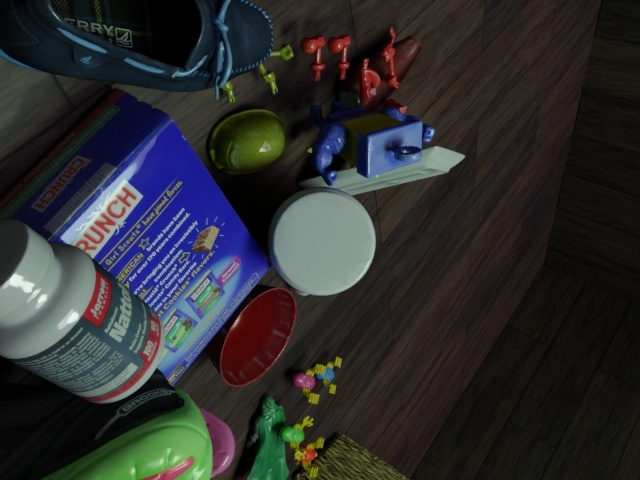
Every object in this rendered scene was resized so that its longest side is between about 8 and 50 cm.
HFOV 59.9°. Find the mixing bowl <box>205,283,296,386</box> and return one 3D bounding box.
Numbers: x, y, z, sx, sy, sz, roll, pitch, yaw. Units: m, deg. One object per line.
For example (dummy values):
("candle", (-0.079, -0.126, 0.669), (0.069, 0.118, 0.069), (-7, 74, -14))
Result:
("mixing bowl", (-0.136, 0.144, 0.941), (0.181, 0.098, 0.181), (-37, 140, -39))

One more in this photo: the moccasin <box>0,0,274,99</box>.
("moccasin", (-0.158, -0.214, 0.591), (0.342, 0.116, 0.138), (-28, 115, -47))

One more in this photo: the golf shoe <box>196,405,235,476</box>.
("golf shoe", (-0.253, 0.263, 0.710), (0.140, 0.306, 0.115), (77, 12, -66))

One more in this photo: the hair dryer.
("hair dryer", (0.097, -0.252, 1.051), (0.294, 0.080, 0.223), (-61, 159, 16))

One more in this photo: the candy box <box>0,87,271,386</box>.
("candy box", (-0.229, 0.028, 0.687), (0.268, 0.122, 0.317), (-51, 149, -18))

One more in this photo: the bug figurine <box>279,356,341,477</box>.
("bug figurine", (-0.028, 0.393, 1.285), (0.216, 0.072, 0.279), (54, 48, -61))

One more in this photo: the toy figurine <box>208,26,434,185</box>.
("toy figurine", (0.047, -0.172, 0.799), (0.362, 0.217, 0.191), (-20, 131, -33))

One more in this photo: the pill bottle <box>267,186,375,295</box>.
("pill bottle", (0.000, 0.000, 0.868), (0.161, 0.161, 0.283), (-64, -178, -1))

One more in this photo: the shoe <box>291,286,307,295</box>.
("shoe", (-0.003, 0.024, 1.092), (0.178, 0.063, 0.081), (-53, 153, -11))

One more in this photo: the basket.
("basket", (0.088, 0.732, 1.537), (0.223, 0.299, 0.214), (-29, 137, -48))

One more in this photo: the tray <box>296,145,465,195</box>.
("tray", (0.106, -0.113, 0.979), (0.145, 0.270, 0.030), (-4, 84, -57))

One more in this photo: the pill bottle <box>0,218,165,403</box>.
("pill bottle", (-0.229, 0.065, 0.494), (0.108, 0.108, 0.180), (-53, 145, -18))

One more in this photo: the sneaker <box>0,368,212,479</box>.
("sneaker", (-0.352, 0.264, 0.551), (0.482, 0.202, 0.185), (-15, 123, -18))

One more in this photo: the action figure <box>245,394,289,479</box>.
("action figure", (-0.119, 0.446, 1.232), (0.137, 0.063, 0.232), (-17, 119, -50))
